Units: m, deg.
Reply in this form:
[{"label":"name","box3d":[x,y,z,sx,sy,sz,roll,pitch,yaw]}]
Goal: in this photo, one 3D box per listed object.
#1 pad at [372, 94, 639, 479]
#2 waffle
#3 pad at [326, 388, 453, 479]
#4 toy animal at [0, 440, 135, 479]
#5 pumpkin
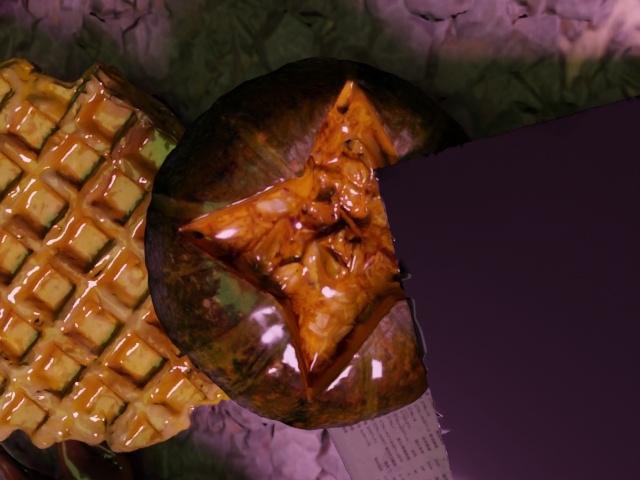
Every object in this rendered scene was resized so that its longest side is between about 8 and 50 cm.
[{"label":"pad","box3d":[0.192,0.101,0.659,0.247,0.007,0.368,-15,93,-9]},{"label":"waffle","box3d":[-0.173,0.005,0.823,0.307,0.060,0.312,-18,90,8]},{"label":"pad","box3d":[0.109,0.196,0.787,0.159,0.009,0.265,-30,85,26]},{"label":"toy animal","box3d":[-0.217,0.259,0.920,0.230,0.066,0.224,47,114,6]},{"label":"pumpkin","box3d":[-0.001,0.001,0.709,0.238,0.159,0.238,1,85,-9]}]
